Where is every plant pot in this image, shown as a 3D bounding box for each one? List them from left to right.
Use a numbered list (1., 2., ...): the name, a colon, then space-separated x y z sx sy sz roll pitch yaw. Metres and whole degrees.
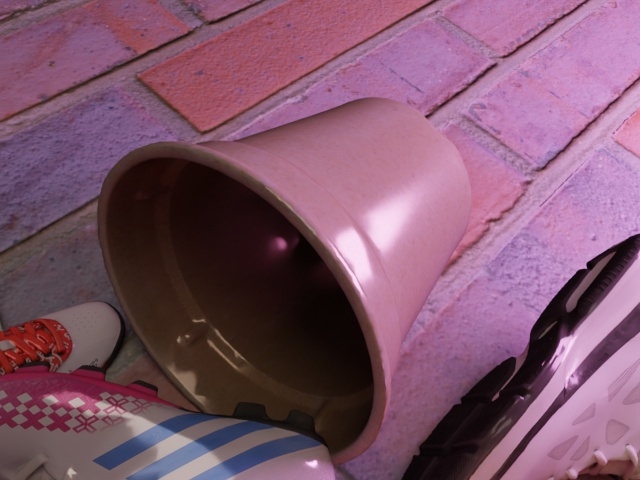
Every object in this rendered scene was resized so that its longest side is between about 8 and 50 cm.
1. plant pot: 0.000 0.000 0.659 0.333 0.334 0.305 37 46 15

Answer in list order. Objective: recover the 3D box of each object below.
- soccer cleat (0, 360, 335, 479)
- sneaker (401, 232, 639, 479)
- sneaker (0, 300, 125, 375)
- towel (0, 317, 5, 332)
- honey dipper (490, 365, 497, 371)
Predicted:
1. soccer cleat: -0.147 0.189 0.486 0.330 0.116 0.143 10 45 -8
2. sneaker: 0.289 0.216 0.634 0.447 0.169 0.257 -41 83 -19
3. sneaker: -0.310 0.122 0.594 0.270 0.145 0.090 -34 68 -29
4. towel: -0.525 0.086 0.647 0.324 0.038 0.248 -25 62 -23
5. honey dipper: 0.284 0.161 0.755 0.160 0.031 0.031 0 56 -8
